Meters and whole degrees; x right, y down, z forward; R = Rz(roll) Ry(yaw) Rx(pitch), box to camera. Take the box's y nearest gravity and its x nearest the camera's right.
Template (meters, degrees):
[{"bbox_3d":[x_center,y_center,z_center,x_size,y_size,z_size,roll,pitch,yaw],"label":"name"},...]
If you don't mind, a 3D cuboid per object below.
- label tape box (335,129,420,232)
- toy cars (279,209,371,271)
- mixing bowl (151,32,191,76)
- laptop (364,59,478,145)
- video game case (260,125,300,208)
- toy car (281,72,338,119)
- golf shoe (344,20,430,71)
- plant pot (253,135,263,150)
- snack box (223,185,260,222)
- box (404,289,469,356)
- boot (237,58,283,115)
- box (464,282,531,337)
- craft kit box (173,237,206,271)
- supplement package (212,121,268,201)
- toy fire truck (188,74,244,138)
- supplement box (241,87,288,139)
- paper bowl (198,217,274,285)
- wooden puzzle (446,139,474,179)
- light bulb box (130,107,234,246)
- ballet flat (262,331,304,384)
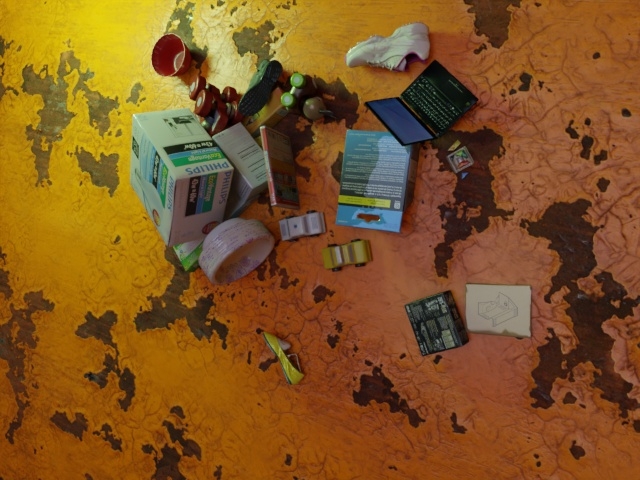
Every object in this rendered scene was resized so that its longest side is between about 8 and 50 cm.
[{"bbox_3d":[0.197,-0.203,1.740,0.241,0.106,0.333,9,93,24],"label":"label tape box"},{"bbox_3d":[0.000,0.000,1.842,0.394,0.087,0.176,32,102,22],"label":"toy cars"},{"bbox_3d":[-0.615,-0.768,2.133,0.182,0.098,0.181,-1,88,25],"label":"mixing bowl"},{"bbox_3d":[0.324,-0.453,1.643,0.264,0.137,0.234,-44,61,18],"label":"laptop"},{"bbox_3d":[-0.145,-0.260,1.848,0.025,0.204,0.285,-11,85,22],"label":"video game case"},{"bbox_3d":[-0.020,-0.500,1.829,0.188,0.155,0.148,32,103,12],"label":"toy car"},{"bbox_3d":[0.228,-0.636,1.730,0.306,0.115,0.140,-12,88,26],"label":"golf shoe"},{"bbox_3d":[-0.214,-0.371,1.949,0.081,0.083,0.081,-22,79,23],"label":"plant pot"},{"bbox_3d":[-0.402,-0.248,2.049,0.187,0.060,0.322,-40,74,18],"label":"snack box"},{"bbox_3d":[0.380,0.271,1.655,0.147,0.078,0.180,-25,79,32],"label":"box"},{"bbox_3d":[-0.241,-0.584,1.930,0.246,0.083,0.161,-55,28,0],"label":"boot"},{"bbox_3d":[0.565,0.221,1.610,0.201,0.021,0.164,0,90,26],"label":"box"},{"bbox_3d":[-0.516,-0.041,2.086,0.250,0.061,0.246,-43,62,19],"label":"craft kit box"},{"bbox_3d":[-0.294,-0.293,1.904,0.244,0.134,0.139,53,151,2],"label":"supplement package"},{"bbox_3d":[-0.439,-0.480,1.985,0.253,0.169,0.302,-57,40,29],"label":"toy fire truck"},{"bbox_3d":[-0.214,-0.482,1.954,0.233,0.080,0.078,-35,74,19],"label":"supplement box"},{"bbox_3d":[-0.325,0.026,1.886,0.284,0.284,0.148,-44,72,18],"label":"paper bowl"},{"bbox_3d":[0.461,-0.268,1.668,0.079,0.014,0.116,-37,75,21],"label":"wooden puzzle"},{"bbox_3d":[-0.529,-0.236,1.879,0.361,0.225,0.357,52,141,26],"label":"light bulb box"},{"bbox_3d":[-0.134,0.435,1.917,0.077,0.077,0.230,-31,79,0],"label":"ballet flat"}]
